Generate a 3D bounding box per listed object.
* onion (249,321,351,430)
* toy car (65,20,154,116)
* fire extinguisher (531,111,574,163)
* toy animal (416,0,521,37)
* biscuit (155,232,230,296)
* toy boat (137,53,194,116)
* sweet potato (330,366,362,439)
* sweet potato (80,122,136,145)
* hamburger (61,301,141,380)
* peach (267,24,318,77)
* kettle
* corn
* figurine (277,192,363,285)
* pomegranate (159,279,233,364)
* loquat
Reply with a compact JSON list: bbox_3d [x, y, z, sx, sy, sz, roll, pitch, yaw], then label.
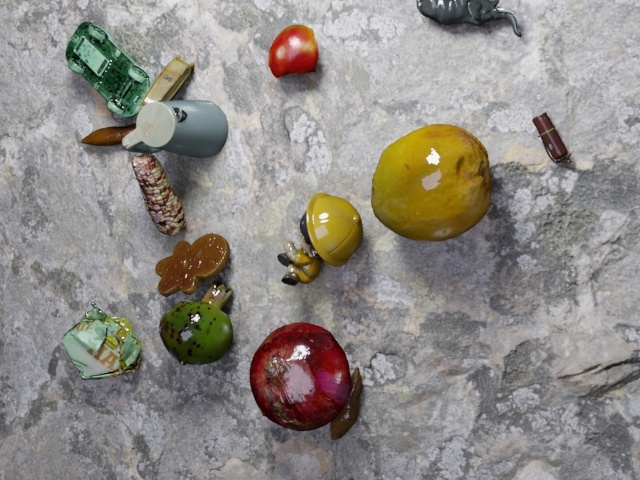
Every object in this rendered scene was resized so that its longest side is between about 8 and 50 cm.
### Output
[{"bbox_3d":[-0.053,0.344,1.773,0.276,0.276,0.276,2,96,20],"label":"onion"},{"bbox_3d":[-0.575,-0.474,1.960,0.306,0.125,0.136,43,109,10],"label":"toy car"},{"bbox_3d":[0.533,-0.230,1.612,0.056,0.039,0.132,-33,83,53],"label":"fire extinguisher"},{"bbox_3d":[0.348,-0.564,1.628,0.269,0.082,0.137,15,103,15],"label":"toy animal"},{"bbox_3d":[-0.353,0.067,1.939,0.236,0.039,0.180,-26,52,15],"label":"biscuit"},{"bbox_3d":[-0.418,-0.408,1.890,0.068,0.088,0.226,30,65,-4],"label":"toy boat"},{"bbox_3d":[0.075,0.435,1.843,0.065,0.051,0.218,23,103,18],"label":"sweet potato"},{"bbox_3d":[-0.578,-0.305,2.017,0.264,0.057,0.057,-6,93,17],"label":"sweet potato"},{"bbox_3d":[-0.639,0.292,2.063,0.214,0.125,0.235,-18,93,16],"label":"hamburger"},{"bbox_3d":[-0.072,-0.481,1.783,0.118,0.151,0.151,0,97,-24],"label":"peach"},{"bbox_3d":[-0.393,-0.289,1.847,0.210,0.243,0.160,-20,88,23],"label":"kettle"},{"bbox_3d":[-0.437,-0.125,1.894,0.092,0.092,0.281,8,138,20],"label":"corn"},{"bbox_3d":[0.004,0.002,1.772,0.167,0.192,0.257,26,131,-10],"label":"figurine"},{"bbox_3d":[-0.327,0.225,1.916,0.202,0.202,0.248,19,71,18],"label":"pomegranate"},{"bbox_3d":[0.252,-0.131,1.616,0.283,0.276,0.276,0,95,24],"label":"loquat"}]
